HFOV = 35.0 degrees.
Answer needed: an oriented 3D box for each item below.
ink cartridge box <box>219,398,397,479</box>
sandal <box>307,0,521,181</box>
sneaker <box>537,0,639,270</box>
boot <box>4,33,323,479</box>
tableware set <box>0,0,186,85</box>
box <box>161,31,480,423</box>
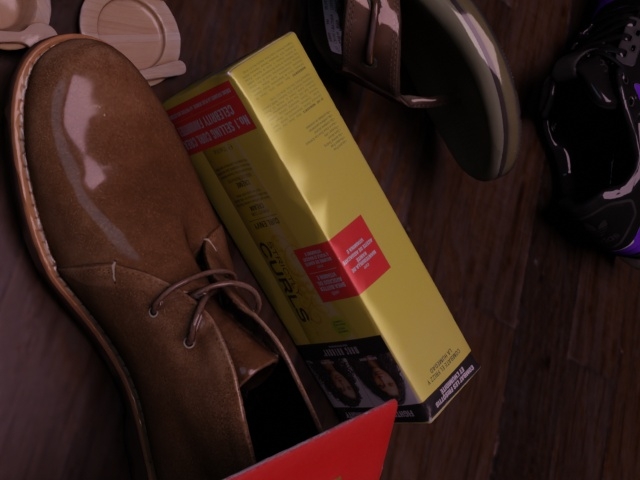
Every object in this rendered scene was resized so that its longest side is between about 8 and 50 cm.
[{"bbox_3d":[-0.066,0.226,0.410,0.296,0.066,0.261,-14,127,-48],"label":"ink cartridge box"},{"bbox_3d":[0.024,-0.158,0.652,0.086,0.120,0.303,-40,107,-7],"label":"sandal"},{"bbox_3d":[0.241,-0.132,0.810,0.146,0.102,0.293,17,71,-35],"label":"sneaker"},{"bbox_3d":[-0.067,0.029,0.527,0.112,0.115,0.305,-23,95,-37],"label":"boot"},{"bbox_3d":[-0.140,-0.164,0.563,0.141,0.020,0.169,-1,83,-39],"label":"tableware set"},{"bbox_3d":[0.000,0.000,0.603,0.058,0.087,0.232,-39,107,-36],"label":"box"}]
